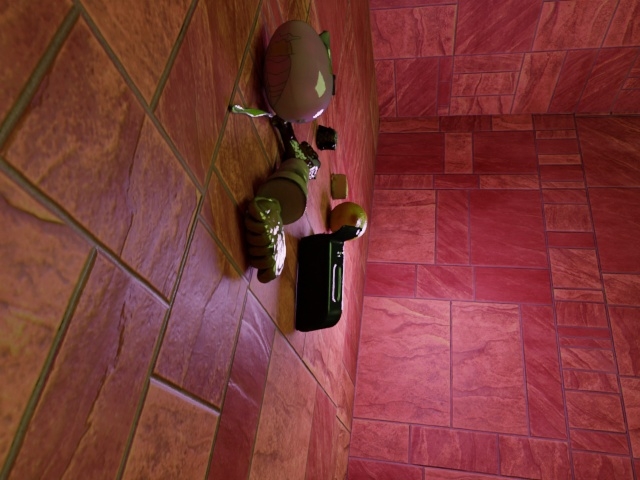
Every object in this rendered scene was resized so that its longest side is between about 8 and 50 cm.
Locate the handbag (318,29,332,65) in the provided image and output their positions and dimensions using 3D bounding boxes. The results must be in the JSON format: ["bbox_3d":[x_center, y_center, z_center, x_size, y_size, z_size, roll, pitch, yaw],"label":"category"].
[{"bbox_3d":[0.017,-0.665,1.802,0.315,0.109,0.241,-63,154,-61],"label":"handbag"}]

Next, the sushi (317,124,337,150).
[{"bbox_3d":[0.030,-0.422,1.969,0.094,0.084,0.098,-9,104,-80],"label":"sushi"}]

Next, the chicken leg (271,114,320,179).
[{"bbox_3d":[-0.066,-0.276,1.531,0.407,0.095,0.158,44,44,-70],"label":"chicken leg"}]

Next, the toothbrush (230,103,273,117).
[{"bbox_3d":[-0.168,-0.324,1.198,0.263,0.026,0.022,-42,126,-74],"label":"toothbrush"}]

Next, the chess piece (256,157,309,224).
[{"bbox_3d":[-0.087,-0.159,1.358,0.261,0.142,0.143,-73,161,-62],"label":"chess piece"}]

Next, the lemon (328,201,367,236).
[{"bbox_3d":[0.128,-0.090,2.245,0.244,0.186,0.187,162,-67,-69],"label":"lemon"}]

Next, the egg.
[{"bbox_3d":[-0.063,-0.455,1.284,0.196,0.196,0.271,-45,127,-73],"label":"egg"}]

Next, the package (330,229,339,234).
[{"bbox_3d":[0.028,0.075,1.930,0.168,0.090,0.226,-36,141,-23],"label":"package"}]

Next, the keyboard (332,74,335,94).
[{"bbox_3d":[0.031,-0.696,2.086,0.310,0.018,0.101,-50,141,-71],"label":"keyboard"}]

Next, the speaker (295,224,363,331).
[{"bbox_3d":[0.033,0.140,1.721,0.180,0.184,0.388,4,88,-55],"label":"speaker"}]

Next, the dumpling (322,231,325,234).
[{"bbox_3d":[0.002,0.001,1.963,0.057,0.052,0.076,-49,138,-52],"label":"dumpling"}]

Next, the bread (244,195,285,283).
[{"bbox_3d":[-0.144,-0.007,1.221,0.134,0.081,0.225,-60,147,-61],"label":"bread"}]

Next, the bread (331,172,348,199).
[{"bbox_3d":[0.092,-0.259,2.266,0.109,0.084,0.080,80,15,-44],"label":"bread"}]
